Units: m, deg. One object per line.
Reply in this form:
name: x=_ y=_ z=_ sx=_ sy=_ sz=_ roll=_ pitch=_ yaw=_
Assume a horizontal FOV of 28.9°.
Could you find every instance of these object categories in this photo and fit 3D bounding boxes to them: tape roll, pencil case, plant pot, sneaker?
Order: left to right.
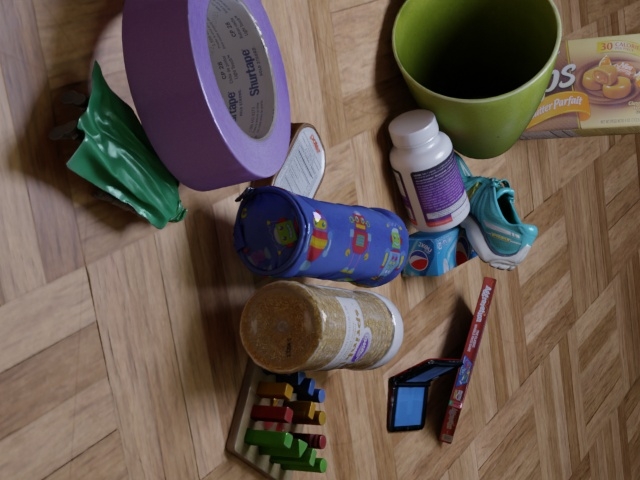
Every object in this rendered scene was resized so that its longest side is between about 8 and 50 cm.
tape roll: x=-0.131 y=-0.201 z=1.498 sx=0.275 sy=0.090 sz=0.274 roll=-12 pitch=90 yaw=-71
pencil case: x=0.000 y=0.000 z=1.692 sx=0.306 sy=0.133 sz=0.119 roll=9 pitch=77 yaw=-58
plant pot: x=0.277 y=-0.273 z=2.150 sx=0.293 sy=0.275 sz=0.274 roll=70 pitch=31 yaw=-61
sneaker: x=0.293 y=-0.068 z=2.182 sx=0.107 sy=0.110 sz=0.275 roll=10 pitch=37 yaw=-42

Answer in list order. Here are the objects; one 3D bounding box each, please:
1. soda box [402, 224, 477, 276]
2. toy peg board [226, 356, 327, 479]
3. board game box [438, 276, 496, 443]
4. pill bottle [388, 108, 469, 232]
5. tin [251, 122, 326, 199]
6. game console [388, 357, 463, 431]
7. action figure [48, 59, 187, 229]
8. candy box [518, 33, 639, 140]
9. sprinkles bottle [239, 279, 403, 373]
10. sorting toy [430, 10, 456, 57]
soda box: x=0.216 y=0.011 z=2.191 sx=0.210 sy=0.071 sz=0.067 roll=-22 pitch=108 yaw=-59
toy peg board: x=-0.040 y=0.243 z=1.722 sx=0.161 sy=0.079 sz=0.160 roll=47 pitch=50 yaw=-51
board game box: x=0.270 y=0.218 z=2.273 sx=0.145 sy=0.027 sz=0.281 roll=95 pitch=13 yaw=-56
pill bottle: x=0.178 y=-0.119 z=2.089 sx=0.108 sy=0.108 sz=0.193 roll=-58 pitch=138 yaw=-44
tin: x=-0.043 y=-0.088 z=1.771 sx=0.189 sy=0.040 sz=0.106 roll=-66 pitch=147 yaw=-37
game console: x=0.181 y=0.262 z=2.117 sx=0.144 sy=0.124 sz=0.085 roll=11 pitch=53 yaw=-61
action figure: x=-0.220 y=-0.082 z=1.424 sx=0.232 sy=0.064 sz=0.137 roll=50 pitch=46 yaw=-49
candy box: x=0.501 y=-0.300 z=2.457 sx=0.088 sy=0.317 sz=0.182 roll=14 pitch=77 yaw=-59
sprinkles bottle: x=0.010 y=0.122 z=1.720 sx=0.355 sy=0.121 sz=0.121 roll=13 pitch=78 yaw=-69
sorting toy: x=0.213 y=-0.461 z=2.239 sx=0.193 sy=0.038 sz=0.208 roll=50 pitch=43 yaw=-49
